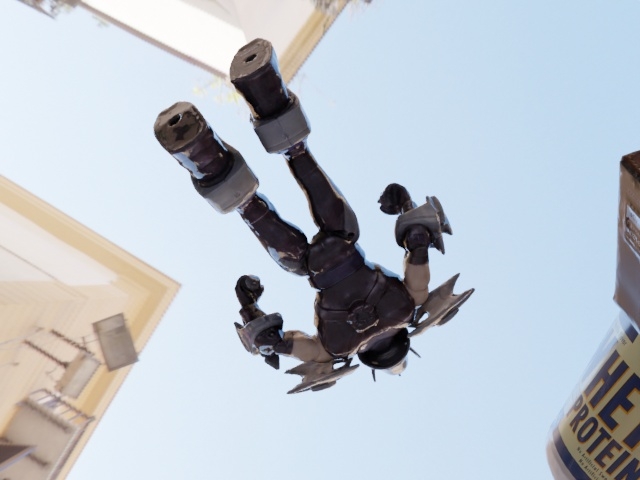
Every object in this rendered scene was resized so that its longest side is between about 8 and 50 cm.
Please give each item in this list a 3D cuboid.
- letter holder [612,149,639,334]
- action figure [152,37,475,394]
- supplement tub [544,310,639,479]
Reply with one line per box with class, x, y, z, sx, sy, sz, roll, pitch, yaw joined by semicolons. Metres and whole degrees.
letter holder;0.365;0.052;0.623;0.214;0.302;0.152;-17;-50;-5
action figure;0.000;0.000;0.699;0.185;0.099;0.285;-35;-63;-5
supplement tub;0.398;0.146;0.954;0.235;0.235;0.325;24;-68;1
